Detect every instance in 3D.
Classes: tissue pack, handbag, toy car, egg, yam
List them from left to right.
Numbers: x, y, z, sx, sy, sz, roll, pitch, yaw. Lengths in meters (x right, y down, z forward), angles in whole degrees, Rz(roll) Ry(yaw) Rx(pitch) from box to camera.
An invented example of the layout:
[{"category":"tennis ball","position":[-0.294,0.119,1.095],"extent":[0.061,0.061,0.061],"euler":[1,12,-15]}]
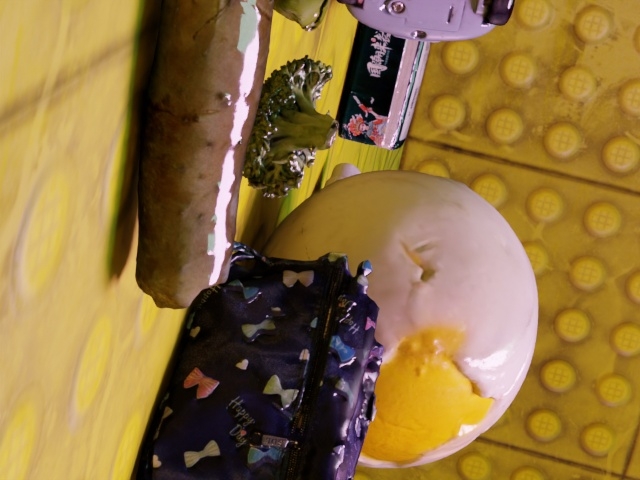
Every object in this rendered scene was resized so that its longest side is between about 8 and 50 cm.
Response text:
[{"category":"yam","position":[-0.062,-0.106,0.814],"extent":[0.071,0.067,0.317],"euler":[-38,142,-58]},{"category":"handbag","position":[-0.038,0.130,1.143],"extent":[0.113,0.162,0.260],"euler":[92,10,-59]},{"category":"egg","position":[0.061,0.082,1.418],"extent":[0.345,0.283,0.283],"euler":[117,-10,-66]},{"category":"tissue pack","position":[0.081,-0.204,1.813],"extent":[0.103,0.090,0.170],"euler":[-43,149,-79]},{"category":"toy car","position":[0.118,-0.348,1.465],"extent":[0.212,0.180,0.270],"euler":[-84,-178,-50]}]

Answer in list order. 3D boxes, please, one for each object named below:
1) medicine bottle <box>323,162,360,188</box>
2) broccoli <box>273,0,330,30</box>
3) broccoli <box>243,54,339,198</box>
[{"category":"medicine bottle","position":[0.000,0.000,1.731],"extent":[0.092,0.061,0.221],"euler":[-47,-164,44]},{"category":"broccoli","position":[0.010,-0.244,0.987],"extent":[0.304,0.145,0.165],"euler":[115,-17,-62]},{"category":"broccoli","position":[-0.020,-0.090,1.140],"extent":[0.097,0.092,0.095],"euler":[-41,136,-48]}]
